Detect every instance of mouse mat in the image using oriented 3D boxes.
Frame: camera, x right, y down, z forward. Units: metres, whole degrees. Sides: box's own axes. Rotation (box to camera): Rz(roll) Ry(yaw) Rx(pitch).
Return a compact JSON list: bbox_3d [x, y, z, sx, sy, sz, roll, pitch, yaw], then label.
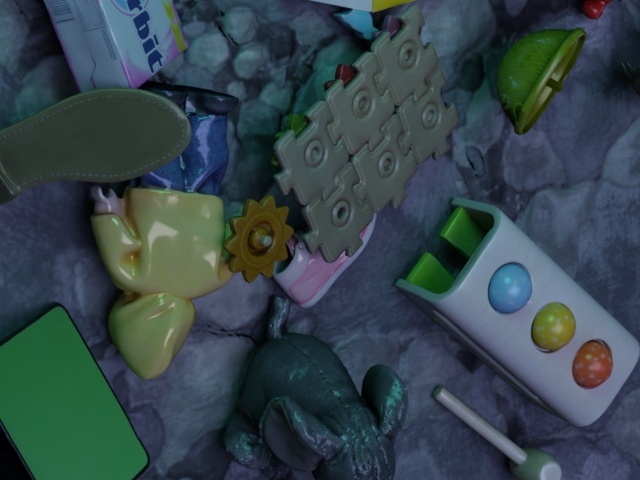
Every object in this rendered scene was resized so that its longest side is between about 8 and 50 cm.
[{"bbox_3d":[-0.241,0.166,1.478,0.190,0.007,0.152,63,33,-9],"label":"mouse mat"}]

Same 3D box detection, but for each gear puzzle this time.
[{"bbox_3d":[0.014,-0.077,1.583,0.339,0.044,0.175,-47,132,-27],"label":"gear puzzle"}]

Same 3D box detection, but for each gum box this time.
[{"bbox_3d":[-0.198,-0.237,1.423,0.107,0.062,0.188,-49,127,-51],"label":"gum box"}]

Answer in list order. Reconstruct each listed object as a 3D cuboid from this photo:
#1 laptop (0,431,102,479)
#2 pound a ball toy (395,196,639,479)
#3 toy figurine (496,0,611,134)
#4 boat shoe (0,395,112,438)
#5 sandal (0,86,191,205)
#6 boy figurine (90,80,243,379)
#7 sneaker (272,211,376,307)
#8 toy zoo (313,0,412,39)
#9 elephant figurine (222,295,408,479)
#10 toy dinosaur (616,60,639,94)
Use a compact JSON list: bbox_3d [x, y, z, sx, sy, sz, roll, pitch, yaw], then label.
[{"bbox_3d":[-0.326,0.432,1.503,0.408,0.236,0.382,-37,132,21],"label":"laptop"},{"bbox_3d":[0.223,0.130,1.749,0.319,0.135,0.208,41,79,-31],"label":"pound a ball toy"},{"bbox_3d":[0.229,-0.318,1.674,0.217,0.191,0.363,33,97,0],"label":"toy figurine"},{"bbox_3d":[-0.309,0.176,1.466,0.267,0.088,0.096,12,95,-32],"label":"boat shoe"},{"bbox_3d":[-0.233,-0.093,1.441,0.240,0.079,0.088,-17,110,7],"label":"sandal"},{"bbox_3d":[-0.142,-0.008,1.522,0.177,0.092,0.285,1,102,-32],"label":"boy figurine"},{"bbox_3d":[0.000,0.000,1.632,0.134,0.051,0.070,-53,127,-5],"label":"sneaker"},{"bbox_3d":[0.047,-0.351,1.589,0.192,0.030,0.293,-8,106,-30],"label":"toy zoo"},{"bbox_3d":[0.021,0.196,1.579,0.186,0.239,0.169,42,80,-31],"label":"elephant figurine"},{"bbox_3d":[0.446,-0.234,1.809,0.295,0.127,0.200,-17,129,-47],"label":"toy dinosaur"}]
